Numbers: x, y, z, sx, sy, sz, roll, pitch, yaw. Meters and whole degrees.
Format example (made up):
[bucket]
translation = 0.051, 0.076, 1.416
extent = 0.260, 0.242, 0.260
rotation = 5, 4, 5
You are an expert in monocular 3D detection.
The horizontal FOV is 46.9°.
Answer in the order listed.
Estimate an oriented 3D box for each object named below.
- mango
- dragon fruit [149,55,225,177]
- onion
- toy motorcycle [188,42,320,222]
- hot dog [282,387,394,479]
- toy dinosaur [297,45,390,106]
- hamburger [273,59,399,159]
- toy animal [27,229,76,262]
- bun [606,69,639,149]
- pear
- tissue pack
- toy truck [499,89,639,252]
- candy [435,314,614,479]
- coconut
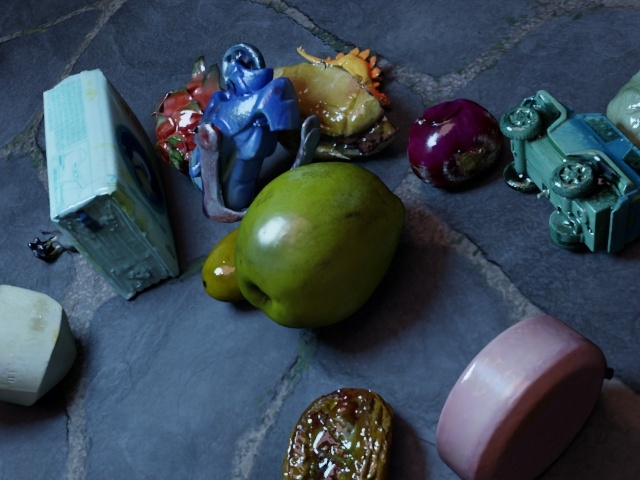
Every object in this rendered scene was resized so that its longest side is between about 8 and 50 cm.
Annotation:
[mango]
translation = -0.125, 0.024, 1.366
extent = 0.227, 0.099, 0.136
rotation = -44, 44, -20
[dragon fruit]
translation = -0.253, -0.252, 1.569
extent = 0.192, 0.193, 0.274
rotation = -25, 42, 48
[onion]
translation = 0.222, -0.195, 1.328
extent = 0.173, 0.135, 0.198
rotation = -34, 47, -4
[toy motorcycle]
translation = -0.119, -0.188, 1.391
extent = 0.241, 0.319, 0.182
rotation = 23, 28, -2
[hot dog]
translation = 0.033, 0.316, 1.076
extent = 0.160, 0.099, 0.227
rotation = -7, 51, 21
[toy dinosaur]
translation = 0.067, -0.365, 1.575
extent = 0.117, 0.070, 0.288
rotation = -34, 52, -15
[hamburger]
translation = 0.003, -0.251, 1.464
extent = 0.245, 0.155, 0.282
rotation = -28, 53, 10
[toy animal]
translation = -0.555, -0.006, 1.620
extent = 0.202, 0.070, 0.105
rotation = -12, 33, 23
[bun]
translation = 0.558, -0.209, 1.186
extent = 0.195, 0.118, 0.195
rotation = -15, 48, 18
[pear]
translation = 0.000, 0.000, 1.227
extent = 0.307, 0.253, 0.253
rotation = -41, 48, -18
[tissue pack]
translation = -0.423, -0.117, 1.491
extent = 0.162, 0.287, 0.388
rotation = -22, 50, 2
[toy truck]
translation = 0.401, -0.112, 1.172
extent = 0.156, 0.155, 0.279
rotation = -23, 48, -2
[candy]
translation = 0.263, 0.210, 0.945
extent = 0.255, 0.255, 0.094
rotation = -44, 49, -9
[coconut]
translation = -0.577, 0.199, 1.391
extent = 0.241, 0.241, 0.241
rotation = -13, 52, 17
